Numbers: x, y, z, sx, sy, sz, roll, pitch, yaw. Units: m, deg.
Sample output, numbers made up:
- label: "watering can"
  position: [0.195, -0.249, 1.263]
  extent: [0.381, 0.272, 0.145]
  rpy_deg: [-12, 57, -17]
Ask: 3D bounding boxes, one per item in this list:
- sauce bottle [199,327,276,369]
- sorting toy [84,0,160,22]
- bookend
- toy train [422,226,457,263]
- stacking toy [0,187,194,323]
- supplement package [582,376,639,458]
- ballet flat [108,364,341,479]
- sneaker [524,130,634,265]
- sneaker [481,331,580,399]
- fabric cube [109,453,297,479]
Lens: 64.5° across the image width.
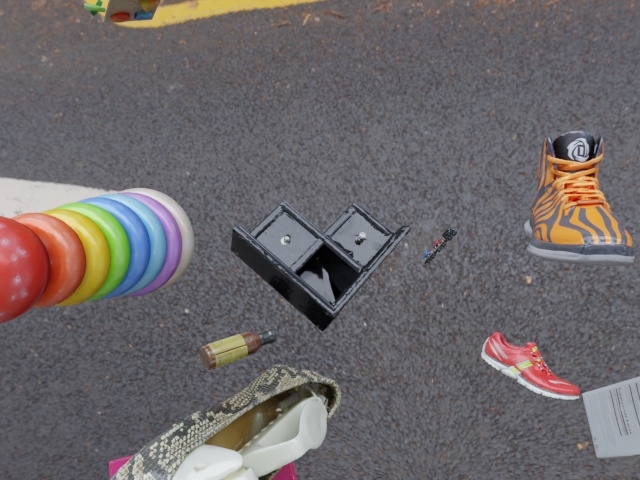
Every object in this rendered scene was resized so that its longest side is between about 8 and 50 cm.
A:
- label: "sauce bottle"
  position: [-0.133, 0.175, 0.835]
  extent: [0.128, 0.042, 0.042]
  rpy_deg: [-11, 54, -35]
- label: "sorting toy"
  position: [-0.219, -0.252, 0.557]
  extent: [0.083, 0.062, 0.012]
  rpy_deg: [-21, 97, -32]
- label: "bookend"
  position: [0.000, 0.000, 0.634]
  extent: [0.156, 0.072, 0.157]
  rpy_deg: [41, 65, 7]
- label: "toy train"
  position: [0.382, 0.016, 1.642]
  extent: [0.036, 0.027, 0.158]
  rpy_deg: [40, 118, 6]
- label: "stacking toy"
  position: [-0.249, 0.013, 0.526]
  extent: [0.141, 0.330, 0.141]
  rpy_deg: [0, 95, 5]
- label: "supplement package"
  position: [0.638, 0.336, 0.960]
  extent: [0.139, 0.244, 0.133]
  rpy_deg: [0, 65, -4]
- label: "ballet flat"
  position: [-0.112, 0.306, 0.725]
  extent: [0.182, 0.483, 0.163]
  rpy_deg: [-12, 95, 31]
- label: "sneaker"
  position: [0.374, -0.072, 0.757]
  extent: [0.125, 0.321, 0.179]
  rpy_deg: [3, 103, 8]
- label: "sneaker"
  position: [0.588, 0.347, 1.418]
  extent: [0.279, 0.107, 0.118]
  rpy_deg: [27, 99, 35]
- label: "fabric cube"
  position: [-0.212, 0.517, 0.986]
  extent: [0.258, 0.254, 0.258]
  rpy_deg: [-22, 69, 23]
